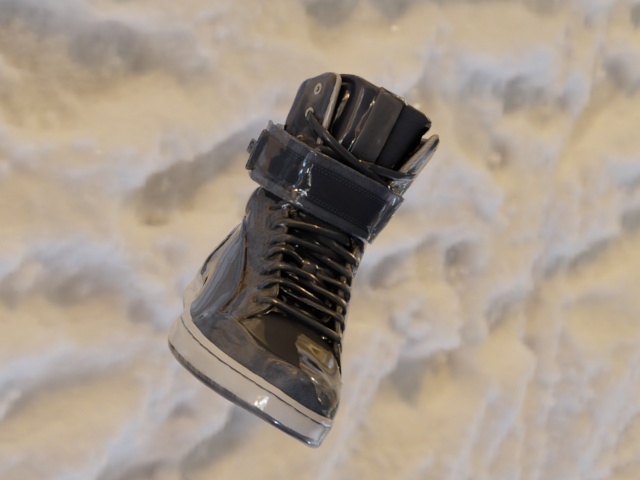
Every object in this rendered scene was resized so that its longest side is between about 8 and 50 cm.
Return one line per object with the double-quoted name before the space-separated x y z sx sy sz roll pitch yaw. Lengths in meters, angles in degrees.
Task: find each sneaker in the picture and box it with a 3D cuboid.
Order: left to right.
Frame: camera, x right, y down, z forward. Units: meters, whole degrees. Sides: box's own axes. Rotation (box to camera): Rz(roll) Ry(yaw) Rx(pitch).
"sneaker" -0.002 -0.001 0.712 0.086 0.226 0.163 33 99 -16
